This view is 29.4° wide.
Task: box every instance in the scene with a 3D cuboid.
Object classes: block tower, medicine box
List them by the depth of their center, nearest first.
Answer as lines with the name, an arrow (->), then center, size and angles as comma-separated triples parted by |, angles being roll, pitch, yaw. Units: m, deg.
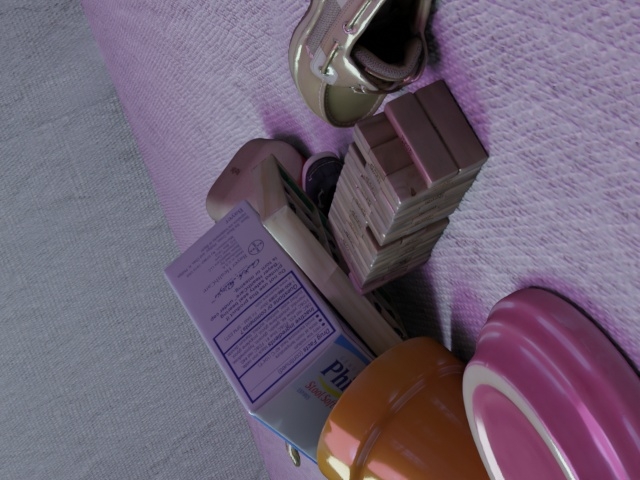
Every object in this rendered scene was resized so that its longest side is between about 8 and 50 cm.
block tower -> 0.076, -0.043, 1.247 | 0.097, 0.091, 0.335 | 62, 167, 15
medicine box -> -0.026, 0.134, 1.550 | 0.263, 0.149, 0.289 | 46, -175, -45

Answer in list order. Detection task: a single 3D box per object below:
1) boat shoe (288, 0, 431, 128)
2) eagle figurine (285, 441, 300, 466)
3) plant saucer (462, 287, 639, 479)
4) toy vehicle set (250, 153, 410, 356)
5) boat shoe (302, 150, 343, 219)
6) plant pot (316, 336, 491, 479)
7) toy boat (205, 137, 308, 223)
boat shoe -> 0.043, -0.177, 1.101 | 0.098, 0.109, 0.302 | 62, 162, 21
eagle figurine -> -0.038, 0.201, 2.078 | 0.298, 0.225, 0.226 | -61, -5, -69
plant saucer -> 0.228, 0.208, 1.120 | 0.332, 0.084, 0.332 | 59, 166, 25
toy vehicle set -> 0.015, 0.028, 1.475 | 0.267, 0.035, 0.166 | 50, -170, -25
boat shoe -> 0.018, -0.016, 1.579 | 0.065, 0.075, 0.206 | -124, 20, -47
plant pot -> 0.133, 0.244, 1.370 | 0.188, 0.205, 0.205 | 38, 154, 32
toy boat -> -0.064, -0.054, 1.767 | 0.151, 0.151, 0.231 | 37, 176, -17
